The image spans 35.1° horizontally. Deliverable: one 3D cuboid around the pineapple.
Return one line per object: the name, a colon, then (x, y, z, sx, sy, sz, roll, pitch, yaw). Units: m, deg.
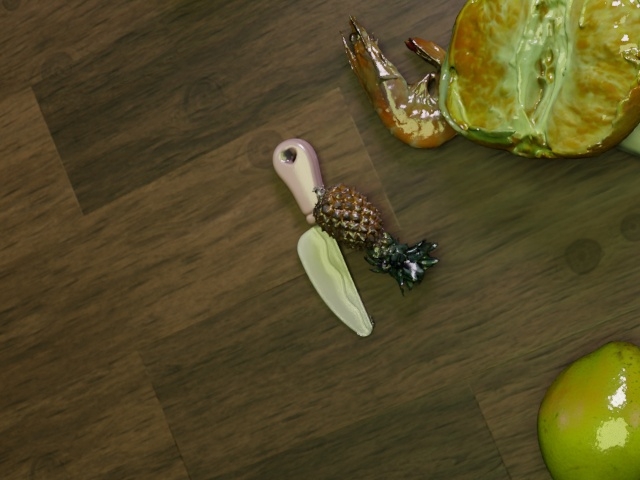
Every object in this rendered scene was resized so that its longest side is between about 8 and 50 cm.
pineapple: (0.078, -0.014, 1.541, 0.221, 0.083, 0.103, 38, 108, 0)

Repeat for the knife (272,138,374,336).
knife: (-0.003, 0.000, 1.603, 0.081, 0.043, 0.336, -20, 87, 16)

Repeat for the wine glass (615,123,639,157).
wine glass: (0.485, -0.130, 1.437, 0.155, 0.072, 0.072, 36, 100, 13)

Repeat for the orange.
orange: (0.321, -0.239, 1.407, 0.335, 0.196, 0.262, 11, 80, 33)

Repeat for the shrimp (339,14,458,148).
shrimp: (0.127, -0.253, 1.550, 0.150, 0.068, 0.248, -43, 84, 0)

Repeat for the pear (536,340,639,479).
pear: (0.400, 0.250, 1.422, 0.187, 0.187, 0.219, 3, 84, 17)
